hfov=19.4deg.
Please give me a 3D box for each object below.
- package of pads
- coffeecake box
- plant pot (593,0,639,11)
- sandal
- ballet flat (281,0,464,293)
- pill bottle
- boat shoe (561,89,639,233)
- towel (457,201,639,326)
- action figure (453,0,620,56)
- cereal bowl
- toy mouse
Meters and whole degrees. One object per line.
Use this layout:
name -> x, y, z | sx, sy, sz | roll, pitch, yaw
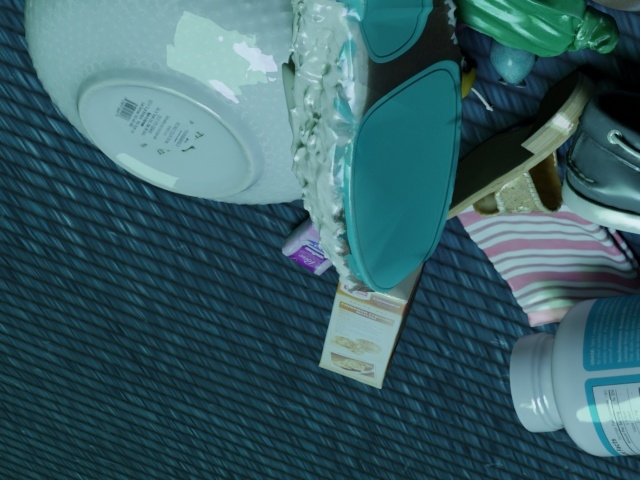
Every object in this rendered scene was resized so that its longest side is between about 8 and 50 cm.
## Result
package of pads -> 0.000, 0.000, 1.857 | 0.050, 0.032, 0.083 | 32, 150, -11
coffeecake box -> 0.059, 0.031, 1.752 | 0.068, 0.142, 0.185 | 19, 151, 5
plant pot -> 0.230, -0.231, 1.195 | 0.167, 0.167, 0.165 | 30, 158, -14
sandal -> 0.178, -0.054, 1.586 | 0.079, 0.088, 0.240 | 35, 144, -10
ballet flat -> 0.030, -0.151, 1.388 | 0.147, 0.147, 0.409 | 13, 131, 16
pill bottle -> 0.308, 0.117, 1.683 | 0.264, 0.146, 0.146 | -7, 140, 28
boat shoe -> 0.349, -0.052, 1.446 | 0.319, 0.116, 0.099 | 8, 124, 10
towel -> 0.220, 0.018, 1.736 | 0.144, 0.029, 0.197 | -2, 143, 36
action figure -> 0.119, -0.198, 1.410 | 0.232, 0.063, 0.137 | 27, 149, -1
cereal bowl -> -0.104, -0.137, 1.593 | 0.339, 0.141, 0.339 | 17, 151, 10
toy mouse -> 0.120, -0.154, 1.503 | 0.161, 0.031, 0.143 | 29, 149, -25
